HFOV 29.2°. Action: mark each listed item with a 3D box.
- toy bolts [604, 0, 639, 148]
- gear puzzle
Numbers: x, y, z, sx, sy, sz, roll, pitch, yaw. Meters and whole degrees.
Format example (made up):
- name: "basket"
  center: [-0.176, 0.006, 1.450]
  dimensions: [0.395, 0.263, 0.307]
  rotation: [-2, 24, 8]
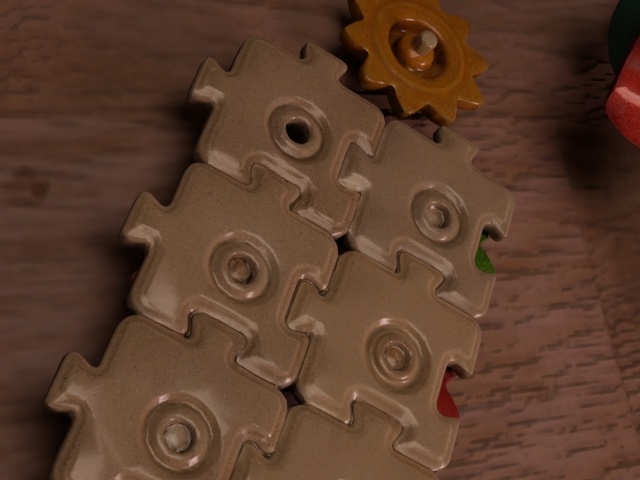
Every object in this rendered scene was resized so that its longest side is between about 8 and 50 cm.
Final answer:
- name: "toy bolts"
  center: [0.252, -0.057, 0.693]
  dimensions: [0.228, 0.218, 0.158]
  rotation: [33, 24, -1]
- name: "gear puzzle"
  center: [0.000, 0.000, 0.567]
  dimensions: [0.175, 0.044, 0.339]
  rotation: [30, 56, -15]
